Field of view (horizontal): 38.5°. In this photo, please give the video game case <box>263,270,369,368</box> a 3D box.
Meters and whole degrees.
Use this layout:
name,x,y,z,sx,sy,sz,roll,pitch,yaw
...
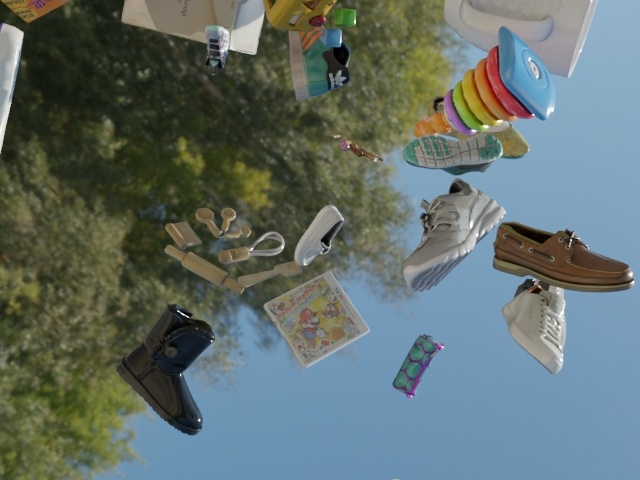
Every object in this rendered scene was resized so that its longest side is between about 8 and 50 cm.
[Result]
name,x,y,z,sx,sy,sz,roll,pitch,yaw
video game case,-0.009,0.213,2.502,0.227,0.206,0.026,-26,163,-28

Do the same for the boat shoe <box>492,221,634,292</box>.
name,x,y,z,sx,sy,sz,roll,pitch,yaw
boat shoe,0.488,0.031,1.872,0.307,0.105,0.110,11,-162,36

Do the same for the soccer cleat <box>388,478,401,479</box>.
name,x,y,z,sx,sy,sz,roll,pitch,yaw
soccer cleat,0.223,0.591,1.853,0.093,0.289,0.121,-44,-159,-20

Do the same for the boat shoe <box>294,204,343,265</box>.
name,x,y,z,sx,sy,sz,roll,pitch,yaw
boat shoe,0.000,0.000,2.273,0.063,0.066,0.184,47,-66,30

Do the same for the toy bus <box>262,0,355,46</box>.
name,x,y,z,sx,sy,sz,roll,pitch,yaw
toy bus,-0.023,-0.442,1.554,0.104,0.202,0.191,-3,-157,-30

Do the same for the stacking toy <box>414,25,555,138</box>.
name,x,y,z,sx,sy,sz,roll,pitch,yaw
stacking toy,0.317,-0.281,1.898,0.301,0.165,0.175,-28,-140,35

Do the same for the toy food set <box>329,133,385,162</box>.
name,x,y,z,sx,sy,sz,roll,pitch,yaw
toy food set,0.077,-0.196,2.007,0.019,0.122,0.078,-64,164,15

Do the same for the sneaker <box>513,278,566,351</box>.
name,x,y,z,sx,sy,sz,roll,pitch,yaw
sneaker,0.521,0.187,2.208,0.121,0.217,0.079,11,-153,34

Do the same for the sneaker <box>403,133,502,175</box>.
name,x,y,z,sx,sy,sz,roll,pitch,yaw
sneaker,0.218,-0.134,1.540,0.166,0.076,0.065,0,-118,-7

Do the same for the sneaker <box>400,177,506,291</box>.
name,x,y,z,sx,sy,sz,roll,pitch,yaw
sneaker,0.191,-0.012,1.482,0.105,0.115,0.281,-50,172,38

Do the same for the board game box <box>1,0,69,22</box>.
name,x,y,z,sx,sy,sz,roll,pitch,yaw
board game box,-0.541,-0.704,1.770,0.356,0.356,0.356,-3,-127,50

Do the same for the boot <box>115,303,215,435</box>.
name,x,y,z,sx,sy,sz,roll,pitch,yaw
boot,-0.301,0.283,2.024,0.207,0.246,0.094,-46,-178,10

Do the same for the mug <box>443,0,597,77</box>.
name,x,y,z,sx,sy,sz,roll,pitch,yaw
mug,0.455,-0.540,2.136,0.328,0.276,0.374,19,-147,14

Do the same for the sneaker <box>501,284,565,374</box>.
name,x,y,z,sx,sy,sz,roll,pitch,yaw
sneaker,0.458,0.167,1.900,0.123,0.106,0.290,-45,-164,13

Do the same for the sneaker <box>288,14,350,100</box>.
name,x,y,z,sx,sy,sz,roll,pitch,yaw
sneaker,0.000,-0.380,1.869,0.121,0.108,0.302,-8,-141,3

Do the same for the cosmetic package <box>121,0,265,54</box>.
name,x,y,z,sx,sy,sz,roll,pitch,yaw
cosmetic package,-0.282,-0.528,2.052,0.309,0.160,0.113,18,-167,27

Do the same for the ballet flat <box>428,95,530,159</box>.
name,x,y,z,sx,sy,sz,roll,pitch,yaw
ballet flat,0.417,-0.316,2.479,0.123,0.123,0.348,-44,-139,-14

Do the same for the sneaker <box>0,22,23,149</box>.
name,x,y,z,sx,sy,sz,roll,pitch,yaw
sneaker,-0.570,-0.182,1.292,0.130,0.236,0.323,-149,-107,-72

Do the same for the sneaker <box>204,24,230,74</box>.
name,x,y,z,sx,sy,sz,roll,pitch,yaw
sneaker,-0.168,-0.299,1.470,0.098,0.038,0.069,65,35,-77

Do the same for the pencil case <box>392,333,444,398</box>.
name,x,y,z,sx,sy,sz,roll,pitch,yaw
pencil case,0.235,0.300,2.207,0.152,0.064,0.070,-61,-149,5

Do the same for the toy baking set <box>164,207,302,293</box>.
name,x,y,z,sx,sy,sz,roll,pitch,yaw
toy baking set,-0.164,0.016,1.726,0.197,0.256,0.030,-51,170,-47
